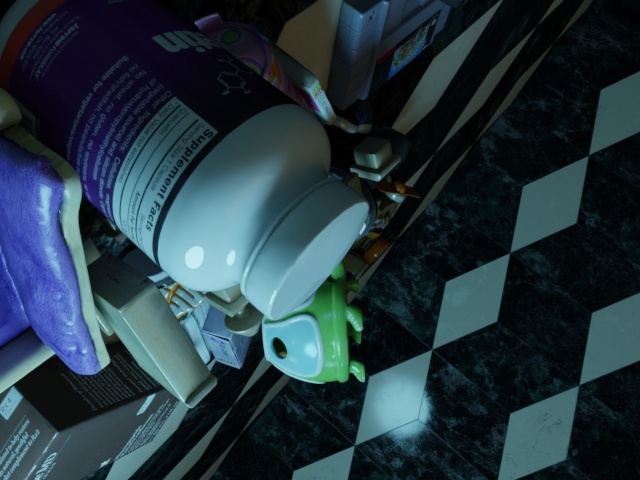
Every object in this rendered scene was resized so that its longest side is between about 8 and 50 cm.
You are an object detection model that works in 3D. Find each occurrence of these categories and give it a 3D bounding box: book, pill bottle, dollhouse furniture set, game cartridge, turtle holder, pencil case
[{"bbox_3d":[-0.030,-0.233,0.827,0.035,0.096,0.144,-52,166,1],"label":"book"},{"bbox_3d":[-0.119,-0.082,0.476,0.181,0.323,0.181,-47,165,-16],"label":"pill bottle"},{"bbox_3d":[0.051,0.068,1.613,0.184,0.129,0.129,-58,-172,35],"label":"dollhouse furniture set"},{"bbox_3d":[0.154,-0.417,1.020,0.355,0.068,0.230,-44,160,-26],"label":"game cartridge"},{"bbox_3d":[-0.018,0.179,1.237,0.243,0.227,0.320,-90,176,-47],"label":"turtle holder"},{"bbox_3d":[-0.110,0.007,0.702,0.355,0.303,0.174,-43,135,-29],"label":"dollhouse furniture set"},{"bbox_3d":[-0.087,-0.187,0.739,0.124,0.124,0.284,-51,165,1],"label":"pencil case"}]

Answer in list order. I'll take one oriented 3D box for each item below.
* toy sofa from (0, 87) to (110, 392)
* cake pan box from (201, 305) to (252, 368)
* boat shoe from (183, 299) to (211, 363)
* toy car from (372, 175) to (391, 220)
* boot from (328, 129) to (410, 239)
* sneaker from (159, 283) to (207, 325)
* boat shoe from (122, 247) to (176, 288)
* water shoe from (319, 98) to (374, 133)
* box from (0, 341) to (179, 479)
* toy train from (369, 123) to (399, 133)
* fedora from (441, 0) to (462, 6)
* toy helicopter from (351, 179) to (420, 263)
[{"bbox_3d":[-0.313,0.033,0.470,0.150,0.177,0.362,-41,163,-36],"label":"toy sofa"},{"bbox_3d":[-0.169,0.129,1.171,0.267,0.070,0.246,96,9,-66],"label":"cake pan box"},{"bbox_3d":[-0.258,0.194,1.181,0.084,0.095,0.258,-39,163,-25],"label":"boat shoe"},{"bbox_3d":[0.161,-0.113,1.606,0.159,0.136,0.182,-43,164,-26],"label":"toy car"},{"bbox_3d":[0.058,-0.112,1.057,0.367,0.146,0.445,-10,-165,43],"label":"boot"},{"bbox_3d":[-0.267,0.112,1.010,0.215,0.084,0.083,-50,179,10],"label":"sneaker"},{"bbox_3d":[-0.238,0.037,0.904,0.228,0.080,0.076,-30,160,-52],"label":"boat shoe"},{"bbox_3d":[0.056,-0.264,1.106,0.203,0.073,0.080,-26,130,-67],"label":"water shoe"},{"bbox_3d":[-0.396,0.295,0.931,0.191,0.143,0.381,-54,163,10],"label":"box"},{"bbox_3d":[0.150,-0.228,1.359,0.184,0.105,0.080,-35,155,-48],"label":"toy train"},{"bbox_3d":[0.205,-0.426,0.729,0.334,0.152,0.334,-33,-170,7],"label":"fedora"},{"bbox_3d":[0.144,-0.073,1.380,0.235,0.140,0.355,-47,169,5],"label":"toy helicopter"}]
